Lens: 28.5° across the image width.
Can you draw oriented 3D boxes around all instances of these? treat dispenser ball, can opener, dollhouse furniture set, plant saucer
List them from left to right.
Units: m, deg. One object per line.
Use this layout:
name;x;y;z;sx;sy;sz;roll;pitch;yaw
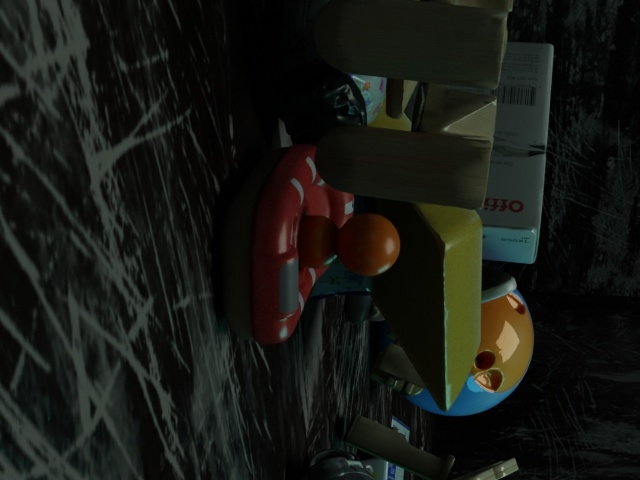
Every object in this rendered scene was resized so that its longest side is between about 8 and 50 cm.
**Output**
dollhouse furniture set;0.043;-0.294;1.051;0.394;0.257;0.362;90;11;-46
can opener;0.089;-0.009;1.941;0.093;0.074;0.280;13;82;-80
plant saucer;0.108;-0.011;1.541;0.332;0.081;0.332;83;-19;-49
dollhouse furniture set;0.157;0.231;1.947;0.212;0.161;0.242;103;11;-79
treat dispenser ball;0.246;0.177;2.306;0.288;0.288;0.288;4;90;-80

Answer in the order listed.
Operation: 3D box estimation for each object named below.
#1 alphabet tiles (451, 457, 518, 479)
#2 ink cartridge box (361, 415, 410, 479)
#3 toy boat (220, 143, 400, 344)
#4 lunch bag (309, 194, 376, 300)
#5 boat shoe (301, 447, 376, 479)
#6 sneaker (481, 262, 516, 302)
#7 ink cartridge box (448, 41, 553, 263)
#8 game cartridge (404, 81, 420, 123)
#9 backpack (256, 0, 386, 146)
alphabet tiles;0.135;0.370;1.769;0.278;0.284;0.021;-5;70;-57
ink cartridge box;0.107;0.482;2.295;0.303;0.072;0.307;54;39;-74
toy boat;0.000;0.000;1.184;0.231;0.151;0.151;-66;158;-64
lunch bag;0.019;-0.026;1.488;0.128;0.096;0.151;81;4;-46
boat shoe;0.024;0.322;1.646;0.301;0.108;0.102;54;14;-78
sneaker;0.173;0.018;1.985;0.105;0.296;0.146;-24;111;-41
ink cartridge box;0.281;-0.171;2.375;0.166;0.286;0.394;75;22;-64
game cartridge;0.107;-0.267;1.741;0.196;0.060;0.294;72;5;-76
backpack;0.008;-0.190;1.269;0.152;0.115;0.182;70;22;-61
